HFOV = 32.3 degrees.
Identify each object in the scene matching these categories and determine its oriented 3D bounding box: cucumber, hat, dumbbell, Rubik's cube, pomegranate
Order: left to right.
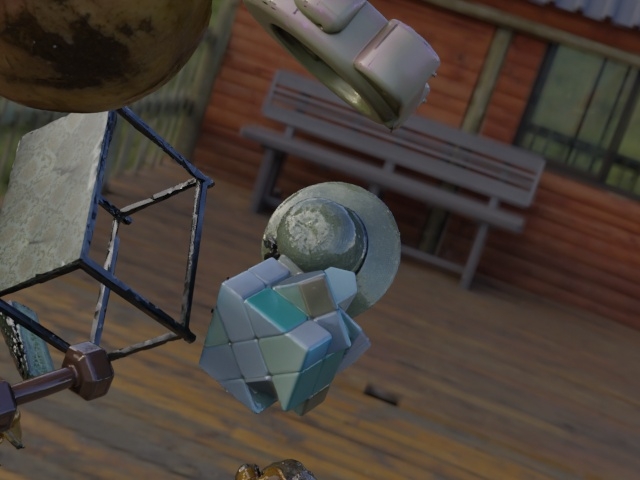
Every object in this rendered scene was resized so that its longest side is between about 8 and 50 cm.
[{"bbox_3d":[-0.548,0.206,2.042,0.078,0.062,0.211,34,18,-43],"label":"cucumber"},{"bbox_3d":[-0.422,0.220,1.660,0.231,0.092,0.082,-15,52,-44],"label":"dumbbell"},{"bbox_3d":[-0.237,-0.277,1.071,0.322,0.322,0.322,18,14,-4],"label":"pomegranate"},{"bbox_3d":[-0.045,0.129,1.704,0.224,0.265,0.213,38,39,22],"label":"Rubik's cube"},{"bbox_3d":[0.000,0.000,1.863,0.257,0.257,0.130,24,-10,22],"label":"hat"}]

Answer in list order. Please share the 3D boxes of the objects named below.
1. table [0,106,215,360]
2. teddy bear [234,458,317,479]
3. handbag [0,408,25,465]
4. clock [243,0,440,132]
[{"bbox_3d":[-0.353,-0.005,1.813,0.272,0.222,0.335,42,39,-41],"label":"table"},{"bbox_3d":[-0.077,0.374,1.475,0.190,0.140,0.177,-23,62,-20],"label":"teddy bear"},{"bbox_3d":[-0.609,0.176,1.829,0.133,0.401,0.283,-26,5,-18],"label":"handbag"},{"bbox_3d":[0.024,-0.297,1.606,0.309,0.114,0.284,41,0,3],"label":"clock"}]
